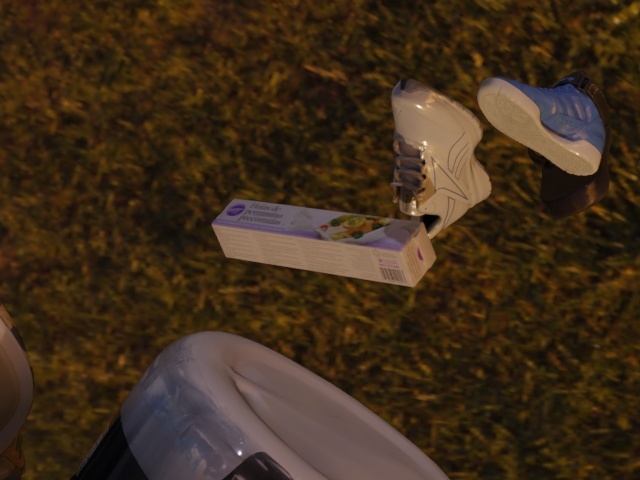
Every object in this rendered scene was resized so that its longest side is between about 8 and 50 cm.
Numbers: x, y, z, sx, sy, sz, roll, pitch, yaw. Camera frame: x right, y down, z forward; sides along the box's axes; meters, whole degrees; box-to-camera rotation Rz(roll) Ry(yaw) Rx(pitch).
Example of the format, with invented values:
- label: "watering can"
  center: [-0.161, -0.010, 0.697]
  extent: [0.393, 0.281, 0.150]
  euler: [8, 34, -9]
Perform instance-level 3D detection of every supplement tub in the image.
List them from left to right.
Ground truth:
- label: "supplement tub"
  center: [-0.082, 0.234, 0.716]
  extent: [0.207, 0.207, 0.338]
  euler: [42, 100, 33]

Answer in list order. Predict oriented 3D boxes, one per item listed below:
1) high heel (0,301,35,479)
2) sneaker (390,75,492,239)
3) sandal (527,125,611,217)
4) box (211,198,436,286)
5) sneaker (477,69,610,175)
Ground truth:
- label: "high heel"
  center: [-0.228, 0.079, 0.834]
  extent: [0.186, 0.093, 0.261]
  euler: [-130, 30, -55]
- label: "sneaker"
  center: [0.148, -0.102, 1.843]
  extent: [0.111, 0.297, 0.129]
  euler: [30, 71, 34]
- label: "sandal"
  center: [0.278, -0.107, 1.556]
  extent: [0.097, 0.254, 0.054]
  euler: [-29, 109, 14]
- label: "box"
  center: [0.000, 0.000, 1.850]
  extent: [0.324, 0.067, 0.063]
  euler: [7, 43, 37]
- label: "sneaker"
  center: [0.218, -0.134, 1.327]
  extent: [0.058, 0.152, 0.084]
  euler: [-18, 46, 57]
